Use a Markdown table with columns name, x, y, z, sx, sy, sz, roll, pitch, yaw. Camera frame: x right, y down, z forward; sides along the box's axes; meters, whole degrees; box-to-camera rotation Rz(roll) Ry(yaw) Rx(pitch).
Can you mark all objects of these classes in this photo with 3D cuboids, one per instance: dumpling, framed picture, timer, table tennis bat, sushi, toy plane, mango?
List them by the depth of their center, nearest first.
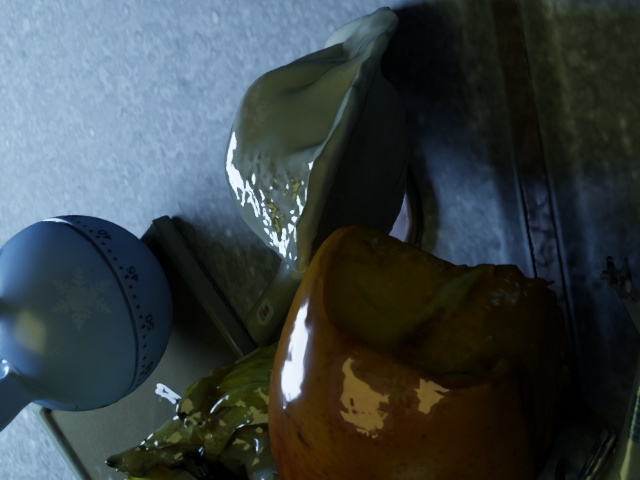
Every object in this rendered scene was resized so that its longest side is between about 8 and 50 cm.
| name | x | y | z | sx | sy | sz | roll | pitch | yaw |
| --- | --- | --- | --- | --- | --- | --- | --- | --- | --- |
| toy plane | 0.200 | 0.149 | 1.264 | 0.182 | 0.107 | 0.273 | 9 | -90 | -88 |
| mango | 0.062 | 0.104 | 1.273 | 0.350 | 0.199 | 0.201 | 86 | 167 | -65 |
| dumpling | 0.007 | -0.071 | 1.297 | 0.126 | 0.216 | 0.166 | 30 | 115 | 14 |
| table tennis bat | 0.000 | 0.000 | 1.465 | 0.138 | 0.022 | 0.246 | 54 | 140 | 18 |
| sushi | -0.059 | 0.159 | 1.499 | 0.291 | 0.139 | 0.131 | -33 | 89 | 44 |
| timer | -0.240 | 0.080 | 1.588 | 0.175 | 0.255 | 0.175 | 57 | 164 | 25 |
| framed picture | -0.130 | 0.162 | 1.706 | 0.247 | 0.022 | 0.335 | 55 | 142 | 15 |
